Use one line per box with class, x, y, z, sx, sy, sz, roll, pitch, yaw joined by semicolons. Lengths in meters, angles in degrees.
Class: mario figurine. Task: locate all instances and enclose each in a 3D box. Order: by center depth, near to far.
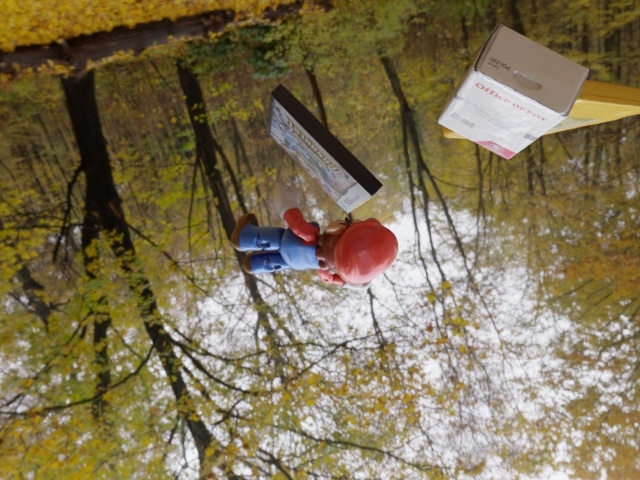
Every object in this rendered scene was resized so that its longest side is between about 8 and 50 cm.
mario figurine;0.000;0.000;0.920;0.320;0.170;0.198;2;165;28

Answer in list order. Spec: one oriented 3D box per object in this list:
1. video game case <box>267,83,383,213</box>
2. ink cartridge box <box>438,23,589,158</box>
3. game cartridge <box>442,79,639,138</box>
video game case;-0.004;-0.178;1.007;0.035;0.275;0.248;-46;-177;-8
ink cartridge box;0.310;-0.239;0.799;0.158;0.092;0.218;29;176;3
game cartridge;0.478;-0.267;1.013;0.285;0.053;0.323;-6;-175;-31
